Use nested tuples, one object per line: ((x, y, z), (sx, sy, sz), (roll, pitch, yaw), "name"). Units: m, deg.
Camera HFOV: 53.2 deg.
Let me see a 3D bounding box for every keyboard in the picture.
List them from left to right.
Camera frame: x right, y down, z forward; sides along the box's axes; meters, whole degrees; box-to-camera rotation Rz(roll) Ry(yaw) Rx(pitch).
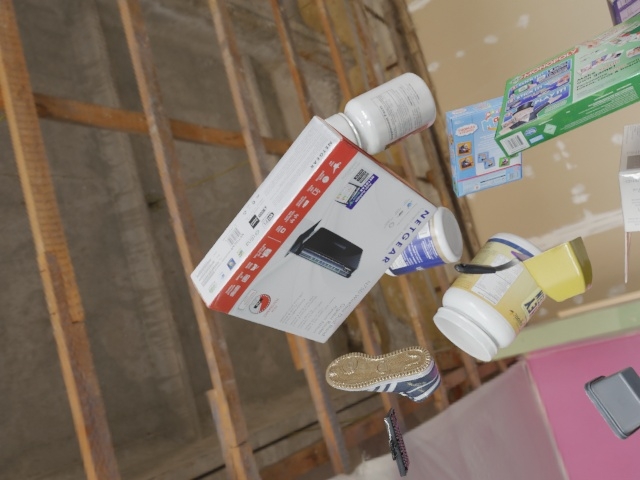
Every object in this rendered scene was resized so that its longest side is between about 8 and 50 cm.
((0.218, 0.575, 1.811), (0.108, 0.023, 0.180), (-30, -75, -66), "keyboard")

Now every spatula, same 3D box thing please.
((0.421, 0.059, 1.485), (0.297, 0.030, 0.084), (-4, -143, -33), "spatula")

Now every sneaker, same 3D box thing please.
((0.165, 0.348, 1.609), (0.153, 0.283, 0.099), (51, -146, -45), "sneaker")

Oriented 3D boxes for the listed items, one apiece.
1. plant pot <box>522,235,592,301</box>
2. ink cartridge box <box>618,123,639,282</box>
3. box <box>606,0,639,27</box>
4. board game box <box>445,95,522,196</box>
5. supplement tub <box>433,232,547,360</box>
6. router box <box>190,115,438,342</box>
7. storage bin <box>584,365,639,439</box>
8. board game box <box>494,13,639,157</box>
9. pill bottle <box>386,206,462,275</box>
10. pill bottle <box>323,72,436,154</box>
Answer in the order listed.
((0.390, 0.050, 1.026), (0.082, 0.081, 0.083), (-13, -104, -54), "plant pot")
((0.708, -0.090, 1.416), (0.296, 0.066, 0.261), (-49, -51, -51), "ink cartridge box")
((0.654, -0.482, 1.285), (0.225, 0.136, 0.036), (18, -138, -58), "box")
((0.373, -0.212, 1.443), (0.039, 0.160, 0.211), (-108, 2, -51), "board game box")
((0.490, 0.159, 1.803), (0.316, 0.228, 0.228), (-49, -60, -13), "supplement tub")
((0.000, 0.000, 1.082), (0.301, 0.335, 0.082), (26, -163, -47), "router box")
((0.654, 0.337, 1.361), (0.098, 0.091, 0.135), (-11, -118, -37), "storage bin")
((0.439, -0.263, 1.010), (0.046, 0.317, 0.213), (51, -141, -21), "board game box")
((0.238, 0.013, 1.745), (0.153, 0.265, 0.153), (33, -131, -48), "pill bottle")
((0.124, -0.262, 1.392), (0.229, 0.131, 0.131), (-28, -81, -14), "pill bottle")
